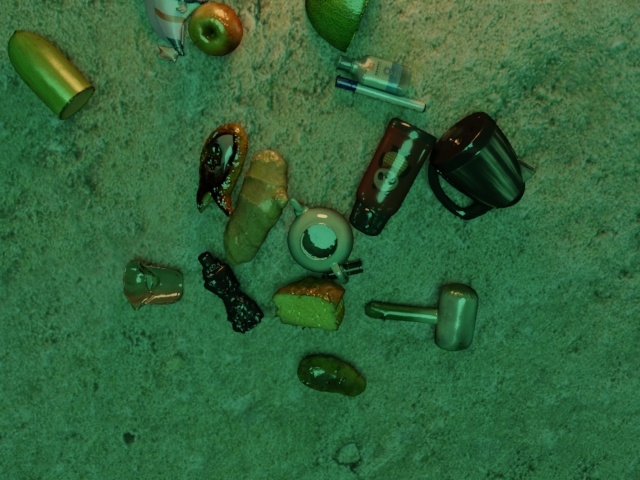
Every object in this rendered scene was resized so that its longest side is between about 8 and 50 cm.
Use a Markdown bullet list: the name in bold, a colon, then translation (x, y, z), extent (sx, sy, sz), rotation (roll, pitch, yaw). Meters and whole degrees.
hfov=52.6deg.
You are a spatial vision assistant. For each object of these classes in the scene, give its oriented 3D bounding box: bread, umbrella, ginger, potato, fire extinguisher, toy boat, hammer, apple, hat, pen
- **bread**: translation (-0.020, 0.184, 1.917), extent (0.229, 0.139, 0.143), rotation (4, 115, 31)
- **umbrella**: translation (-0.277, 0.148, 1.916), extent (0.110, 0.122, 0.272), rotation (-22, 112, 25)
- **ginger**: translation (-0.184, -0.086, 1.855), extent (0.190, 0.126, 0.353), rotation (36, 111, 33)
- **potato**: translation (0.036, 0.421, 2.002), extent (0.226, 0.090, 0.117), rotation (18, 116, -9)
- **bread**: translation (-0.279, -0.202, 1.842), extent (0.140, 0.095, 0.268), rotation (16, 102, 27)
- **fire extinguisher**: translation (0.063, 0.093, 1.955), extent (0.132, 0.039, 0.056), rotation (-13, 112, 1)
- **toy boat**: translation (-0.421, -0.669, 1.763), extent (0.219, 0.072, 0.318), rotation (26, 110, -10)
- **hammer**: translation (0.302, 0.224, 1.967), extent (0.336, 0.119, 0.206), rotation (5, 101, 3)
- **apple**: translation (-0.280, -0.572, 1.751), extent (0.147, 0.146, 0.146), rotation (0, 103, -2)
- **hat**: translation (-0.500, 0.135, 1.937), extent (0.175, 0.085, 0.146), rotation (8, 92, -27)
- **pen**: translation (0.172, -0.416, 1.848), extent (0.269, 0.033, 0.033), rotation (16, 102, -6)

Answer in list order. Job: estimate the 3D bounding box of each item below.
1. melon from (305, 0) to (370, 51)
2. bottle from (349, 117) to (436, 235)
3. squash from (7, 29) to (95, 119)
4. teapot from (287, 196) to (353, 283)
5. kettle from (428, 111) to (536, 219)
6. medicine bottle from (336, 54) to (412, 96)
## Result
- **melon**: translation (0.051, -0.663, 1.741), extent (0.169, 0.129, 0.264), rotation (22, 102, -4)
- **bottle**: translation (0.196, -0.172, 1.851), extent (0.144, 0.144, 0.335), rotation (24, 103, -7)
- **squash**: translation (-0.748, -0.460, 1.758), extent (0.132, 0.132, 0.247), rotation (-42, 99, 7)
- **teapot**: translation (0.000, 0.000, 1.878), extent (0.193, 0.129, 0.294), rotation (-31, 93, 6)
- **kettle**: translation (0.457, -0.184, 1.830), extent (0.271, 0.207, 0.250), rotation (42, 91, -18)
- **medicine bottle**: translation (0.150, -0.471, 1.816), extent (0.209, 0.053, 0.090), rotation (16, 77, -6)
